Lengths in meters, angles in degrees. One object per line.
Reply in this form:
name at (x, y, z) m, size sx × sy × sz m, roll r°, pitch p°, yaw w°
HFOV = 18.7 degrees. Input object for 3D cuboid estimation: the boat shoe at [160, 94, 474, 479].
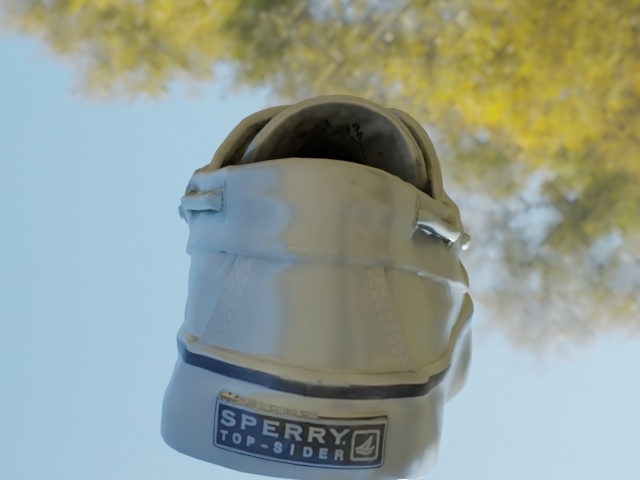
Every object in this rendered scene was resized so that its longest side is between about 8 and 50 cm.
boat shoe at (0.000, 0.000, 0.573) m, size 0.096 × 0.088 × 0.267 m, roll 7°, pitch -173°, yaw 6°
